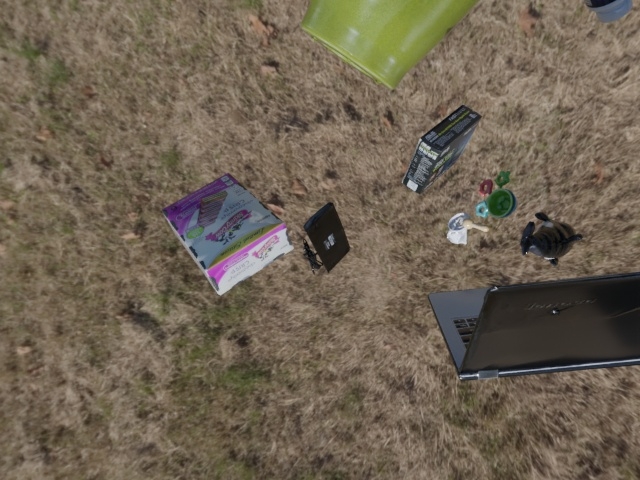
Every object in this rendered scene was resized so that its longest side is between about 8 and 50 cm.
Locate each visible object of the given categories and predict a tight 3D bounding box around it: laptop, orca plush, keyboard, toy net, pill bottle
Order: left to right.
[{"bbox_3d":[0.000,0.000,0.837,0.100,0.192,0.038,-45,60,-12],"label":"keyboard"},{"bbox_3d":[0.381,-0.073,1.074,0.232,0.045,0.122,-42,52,49],"label":"toy net"},{"bbox_3d":[0.623,-0.019,1.135,0.102,0.287,0.151,-18,67,45],"label":"orca plush"},{"bbox_3d":[0.380,0.062,0.640,0.382,0.408,0.236,-6,110,5],"label":"laptop"},{"bbox_3d":[0.627,-0.571,0.955,0.094,0.169,0.094,-30,42,30],"label":"pill bottle"}]

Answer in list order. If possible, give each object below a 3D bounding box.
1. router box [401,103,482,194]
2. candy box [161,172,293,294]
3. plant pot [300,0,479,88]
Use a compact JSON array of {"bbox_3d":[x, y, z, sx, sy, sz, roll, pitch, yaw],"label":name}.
[{"bbox_3d":[0.183,-0.138,0.656,0.038,0.092,0.122,39,58,18],"label":"router box"},{"bbox_3d":[-0.181,-0.023,0.819,0.159,0.071,0.233,-34,46,-18],"label":"candy box"},{"bbox_3d":[0.148,-0.512,0.856,0.366,0.366,0.353,39,109,17],"label":"plant pot"}]
